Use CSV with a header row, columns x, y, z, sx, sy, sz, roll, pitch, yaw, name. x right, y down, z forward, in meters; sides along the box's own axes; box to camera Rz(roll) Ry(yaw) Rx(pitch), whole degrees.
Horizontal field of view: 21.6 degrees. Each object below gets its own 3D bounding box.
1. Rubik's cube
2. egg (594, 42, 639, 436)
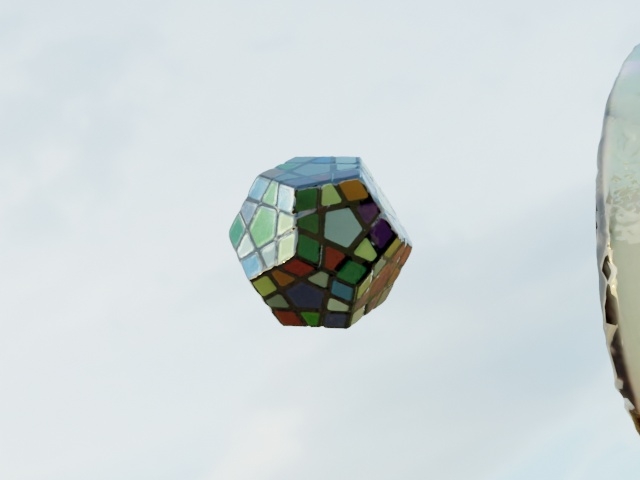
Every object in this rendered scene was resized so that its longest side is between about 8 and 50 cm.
x,y,z,sx,sy,sz,roll,pitch,yaw,name
0.000,0.000,1.207,0.133,0.112,0.133,10,-40,8,Rubik's cube
0.317,0.019,1.038,0.201,0.337,0.337,-6,-16,30,egg
